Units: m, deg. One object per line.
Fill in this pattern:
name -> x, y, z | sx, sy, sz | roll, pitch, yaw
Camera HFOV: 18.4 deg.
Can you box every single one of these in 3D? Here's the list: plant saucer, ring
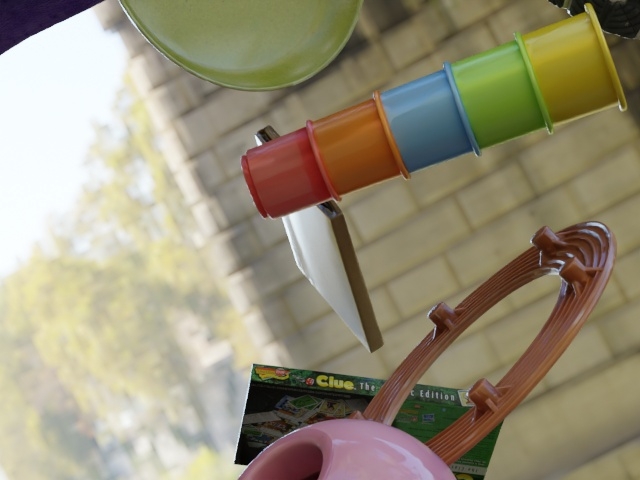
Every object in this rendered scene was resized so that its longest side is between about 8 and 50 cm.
plant saucer -> -0.074, -0.230, 1.550 | 0.241, 0.241, 0.037 | -24, 2, -34
ring -> 0.125, 0.100, 1.718 | 0.336, 0.032, 0.336 | -44, 9, 9

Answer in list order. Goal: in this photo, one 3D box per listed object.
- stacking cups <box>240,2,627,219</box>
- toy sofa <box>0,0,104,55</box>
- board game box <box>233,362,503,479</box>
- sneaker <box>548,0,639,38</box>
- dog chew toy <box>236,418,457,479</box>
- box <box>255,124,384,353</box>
stacking cups -> 0.090, -0.101, 1.637 | 0.316, 0.096, 0.096 | -19, -4, 10
toy sofa -> -0.348, -0.313, 2.266 | 0.363, 0.177, 0.150 | -23, 10, 17
board game box -> 0.049, 0.193, 2.003 | 0.260, 0.030, 0.136 | 8, -49, -6
sneaker -> 0.211, -0.269, 1.708 | 0.107, 0.275, 0.110 | -62, -15, 21
dog chew toy -> 0.068, 0.292, 1.553 | 0.207, 0.332, 0.206 | -32, 28, 20
box -> 0.000, 0.000, 1.994 | 0.021, 0.164, 0.201 | -29, -45, -12
